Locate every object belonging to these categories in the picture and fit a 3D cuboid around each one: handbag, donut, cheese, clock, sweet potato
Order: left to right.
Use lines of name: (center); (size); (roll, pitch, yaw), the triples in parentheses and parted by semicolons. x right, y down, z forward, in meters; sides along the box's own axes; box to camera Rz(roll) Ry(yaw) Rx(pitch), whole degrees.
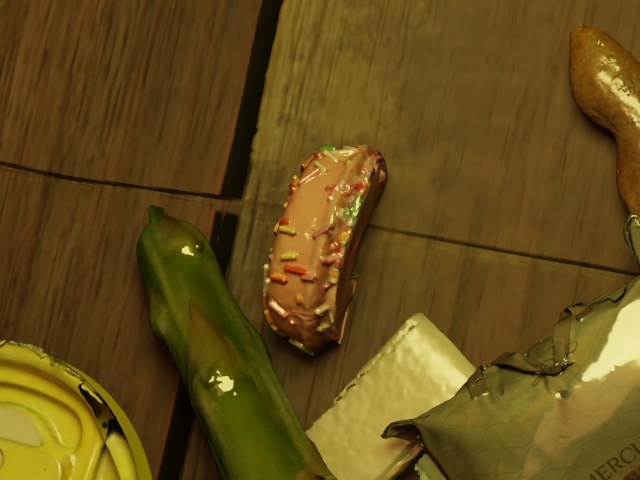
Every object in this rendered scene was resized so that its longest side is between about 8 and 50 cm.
clock: (-0.257, 0.223, 1.365); (0.277, 0.071, 0.293); (20, 85, 20)
cheese: (-0.039, 0.222, 1.336); (0.400, 0.034, 0.085); (-46, 78, 3)
donut: (0.000, 0.000, 1.322); (0.065, 0.117, 0.166); (15, 84, 11)
handbag: (0.187, 0.116, 1.258); (0.270, 0.117, 0.182); (-38, 70, 5)
sweet potato: (0.240, -0.065, 1.308); (0.065, 0.051, 0.218); (-25, 77, 10)

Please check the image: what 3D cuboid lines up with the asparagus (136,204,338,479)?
asparagus: (-0.062, 0.116, 1.313); (0.082, 0.085, 0.343); (-31, 56, 2)
